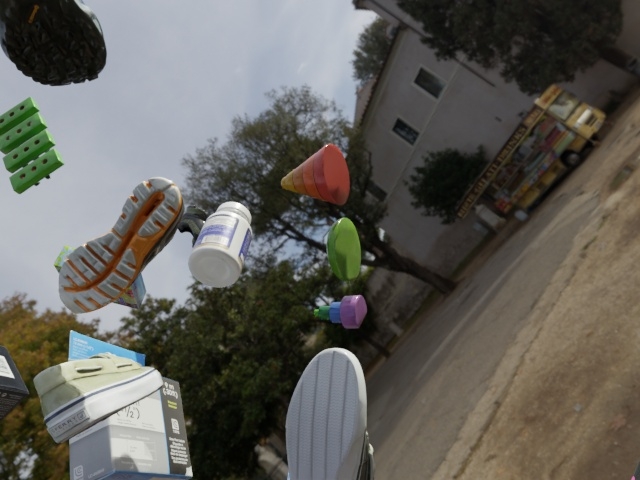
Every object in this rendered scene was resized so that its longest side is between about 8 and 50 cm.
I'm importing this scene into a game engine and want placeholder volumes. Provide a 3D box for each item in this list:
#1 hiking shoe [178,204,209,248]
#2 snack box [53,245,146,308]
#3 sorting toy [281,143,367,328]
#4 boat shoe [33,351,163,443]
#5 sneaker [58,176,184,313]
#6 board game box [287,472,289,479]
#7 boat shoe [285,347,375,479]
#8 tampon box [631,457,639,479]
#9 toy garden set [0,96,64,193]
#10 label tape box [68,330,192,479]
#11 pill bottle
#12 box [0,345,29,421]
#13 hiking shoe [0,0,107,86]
[{"bbox_3d":[-0.329,-0.005,1.451,0.114,0.226,0.086,-57,-5,-20],"label":"hiking shoe"},{"bbox_3d":[-0.605,0.107,1.345,0.175,0.206,0.070,109,176,-57],"label":"snack box"},{"bbox_3d":[0.000,0.000,0.966,0.127,0.126,0.366,-25,-73,-64],"label":"sorting toy"},{"bbox_3d":[-0.321,0.215,0.734,0.109,0.094,0.302,-27,-6,-8],"label":"boat shoe"},{"bbox_3d":[-0.256,0.013,0.648,0.215,0.084,0.083,-46,-2,-3],"label":"sneaker"},{"bbox_3d":[0.004,0.544,1.007,0.211,0.160,0.039,89,-176,-83],"label":"board game box"},{"bbox_3d":[0.022,0.330,0.729,0.119,0.121,0.336,14,-99,-56],"label":"boat shoe"},{"bbox_3d":[0.564,0.358,0.731,0.120,0.101,0.161,-50,-24,-21],"label":"tampon box"},{"bbox_3d":[-0.665,-0.174,1.042,0.203,0.244,0.049,-36,-30,-4],"label":"toy garden set"},{"bbox_3d":[-0.427,0.368,1.085,0.115,0.348,0.249,-26,-34,10],"label":"label tape box"},{"bbox_3d":[-0.211,0.002,1.064,0.187,0.111,0.112,-81,16,-51],"label":"pill bottle"},{"bbox_3d":[-0.749,0.334,1.006,0.207,0.153,0.108,-47,-30,-8],"label":"box"},{"bbox_3d":[-0.314,-0.290,0.521,0.113,0.132,0.304,-12,-15,-11],"label":"hiking shoe"}]
